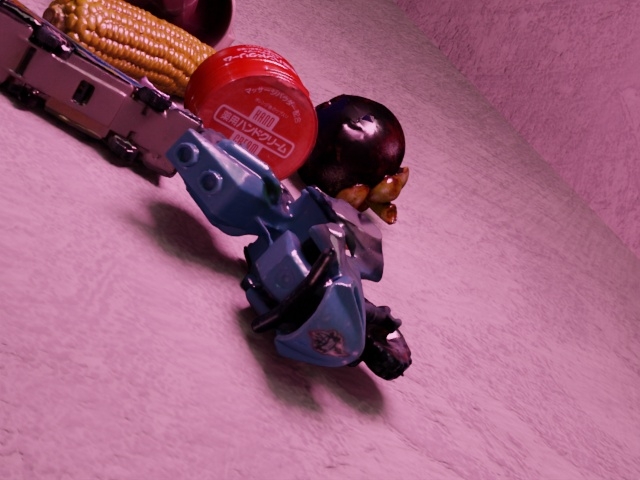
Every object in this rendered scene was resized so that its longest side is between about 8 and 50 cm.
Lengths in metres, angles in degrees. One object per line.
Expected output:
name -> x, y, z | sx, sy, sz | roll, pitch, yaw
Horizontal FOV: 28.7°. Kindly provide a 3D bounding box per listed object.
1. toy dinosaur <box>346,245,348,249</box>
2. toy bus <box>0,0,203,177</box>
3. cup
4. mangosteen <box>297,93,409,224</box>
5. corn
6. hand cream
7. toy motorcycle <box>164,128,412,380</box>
toy dinosaur -> -0.001, 0.001, 1.863 | 0.108, 0.032, 0.220 | 11, 31, -46
toy bus -> -0.314, -0.207, 1.692 | 0.317, 0.112, 0.138 | 32, 10, -17
cup -> -0.255, -0.436, 2.116 | 0.288, 0.208, 0.273 | 5, 33, -28
mangosteen -> 0.061, -0.127, 2.061 | 0.230, 0.194, 0.194 | 63, 20, -3
corn -> -0.280, -0.297, 1.925 | 0.363, 0.120, 0.120 | 12, 32, -54
hand cream -> -0.106, -0.186, 1.864 | 0.193, 0.193, 0.125 | 26, 20, -29
toy motorcycle -> -0.041, 0.013, 1.559 | 0.416, 0.172, 0.232 | 51, 16, 12
